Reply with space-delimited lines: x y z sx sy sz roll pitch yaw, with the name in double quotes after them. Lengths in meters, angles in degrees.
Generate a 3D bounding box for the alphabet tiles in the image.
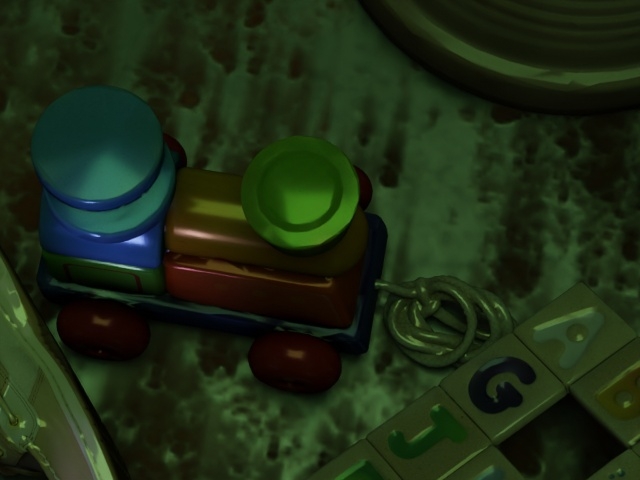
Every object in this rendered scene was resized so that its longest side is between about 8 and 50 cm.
0.099 0.141 0.691 0.198 0.009 0.237 -35 51 -12 "alphabet tiles"

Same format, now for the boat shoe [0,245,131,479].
-0.132 0.073 0.778 0.059 0.063 0.170 -30 65 -7 "boat shoe"

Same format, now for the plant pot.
0.122 -0.188 0.842 0.237 0.110 0.237 1 71 -1 "plant pot"

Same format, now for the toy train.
0.000 0.000 0.757 0.248 0.143 0.105 10 72 3 "toy train"
